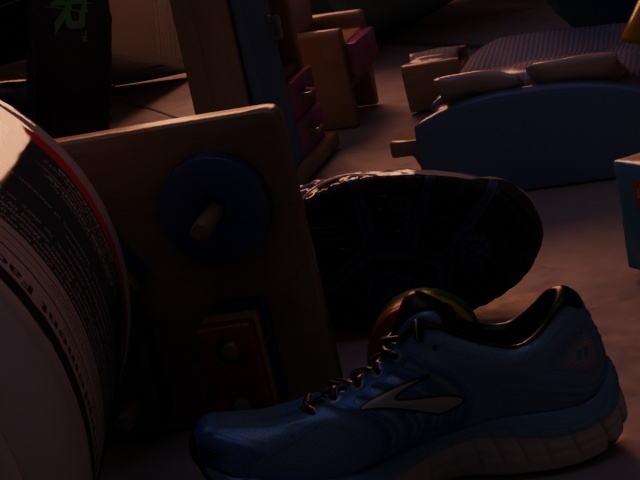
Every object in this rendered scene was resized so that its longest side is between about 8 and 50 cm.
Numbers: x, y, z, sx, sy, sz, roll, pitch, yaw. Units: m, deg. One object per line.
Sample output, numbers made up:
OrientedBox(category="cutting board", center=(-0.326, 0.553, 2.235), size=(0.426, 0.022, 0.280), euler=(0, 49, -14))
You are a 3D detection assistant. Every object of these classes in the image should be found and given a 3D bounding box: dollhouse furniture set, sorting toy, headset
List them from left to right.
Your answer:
OrientedBox(category="headset", center=(-0.182, -0.125, 1.221), size=(0.185, 0.243, 0.394), euler=(-7, -12, -22))
OrientedBox(category="sorting toy", center=(-0.078, 0.023, 0.769), size=(0.274, 0.132, 0.046), euler=(-8, 18, 13))
OrientedBox(category="dollhouse furniture set", center=(0.087, -0.159, 1.162), size=(0.303, 0.198, 0.286), euler=(-6, 17, 17))

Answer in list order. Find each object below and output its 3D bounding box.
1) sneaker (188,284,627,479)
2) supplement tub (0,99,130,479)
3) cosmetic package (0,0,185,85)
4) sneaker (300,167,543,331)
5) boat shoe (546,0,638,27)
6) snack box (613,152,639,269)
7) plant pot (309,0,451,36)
OrientedBox(category="sneaker", center=(0.029, 0.053, 0.697), size=(0.162, 0.073, 0.063), euler=(-13, 16, -4))
OrientedBox(category="supplement tub", center=(-0.164, 0.057, 0.609), size=(0.191, 0.191, 0.272), euler=(-11, 16, 2))
OrientedBox(category="cosmetic package", center=(-0.204, -0.181, 1.511), size=(0.127, 0.107, 0.238), euler=(-7, 2, 21))
OrientedBox(category="sneaker", center=(0.000, 0.000, 0.889), size=(0.211, 0.080, 0.081), euler=(-8, 19, 11))
OrientedBox(category="boat shoe", center=(0.252, -0.154, 1.242), size=(0.089, 0.109, 0.258), euler=(-1, 24, -42))
OrientedBox(category="snack box", center=(0.287, -0.013, 0.760), size=(0.187, 0.060, 0.322), euler=(-18, 17, -22))
OrientedBox(category="plant pot", center=(0.016, -0.279, 1.576), size=(0.290, 0.290, 0.195), euler=(10, 63, 52))
